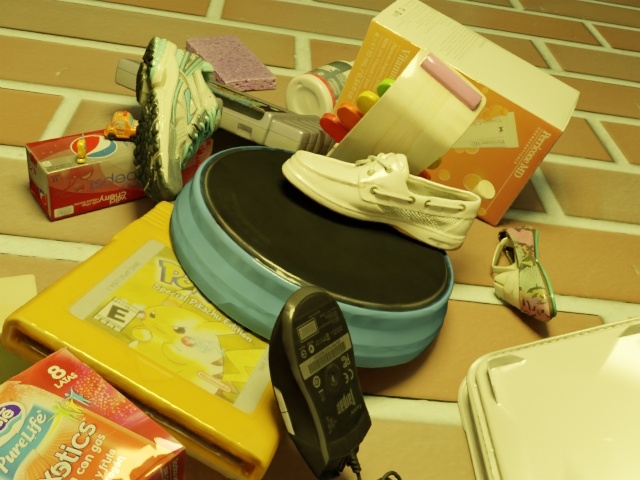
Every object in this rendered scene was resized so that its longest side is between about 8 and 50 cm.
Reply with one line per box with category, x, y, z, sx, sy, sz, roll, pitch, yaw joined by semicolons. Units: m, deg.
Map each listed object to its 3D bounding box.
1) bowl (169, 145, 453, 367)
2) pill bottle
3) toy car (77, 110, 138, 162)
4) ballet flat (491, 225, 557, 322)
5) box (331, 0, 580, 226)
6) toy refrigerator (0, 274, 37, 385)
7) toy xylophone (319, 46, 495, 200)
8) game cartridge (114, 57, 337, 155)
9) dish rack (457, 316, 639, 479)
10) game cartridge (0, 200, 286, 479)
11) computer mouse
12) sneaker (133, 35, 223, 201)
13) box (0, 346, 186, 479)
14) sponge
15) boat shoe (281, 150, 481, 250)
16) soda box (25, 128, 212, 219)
bowl;0.000;0.000;0.906;0.390;0.077;0.391;20;29;-12
pill bottle;0.026;-0.291;1.334;0.108;0.108;0.180;31;41;23
toy car;-0.300;-0.152;0.987;0.060;0.041;0.122;14;36;4
ballet flat;0.296;0.048;1.018;0.079;0.077;0.222;-3;31;11
box;0.222;-0.224;1.167;0.345;0.215;0.168;32;42;8
toy refrigerator;-0.428;0.118;0.700;0.269;0.102;0.094;-6;41;-23
toy xylophone;0.126;-0.129;1.025;0.236;0.322;0.081;44;61;-13
game cartridge;-0.150;-0.234;1.191;0.354;0.068;0.230;24;12;15
dish rack;0.297;0.213;0.703;0.285;0.072;0.333;-15;39;10
game cartridge;-0.136;0.088;0.774;0.285;0.053;0.324;29;29;2
computer mouse;-0.018;0.186;0.644;0.060;0.262;0.184;-12;13;38
sneaker;-0.196;-0.177;0.986;0.122;0.110;0.283;10;56;-26
box;-0.188;0.223;0.504;0.128;0.257;0.122;31;43;24
sponge;-0.191;-0.375;1.445;0.117;0.031;0.210;-14;45;-29
boat shoe;0.087;-0.077;0.923;0.276;0.096;0.098;18;29;-16
soda box;-0.302;-0.118;1.046;0.263;0.084;0.092;-18;45;-34
